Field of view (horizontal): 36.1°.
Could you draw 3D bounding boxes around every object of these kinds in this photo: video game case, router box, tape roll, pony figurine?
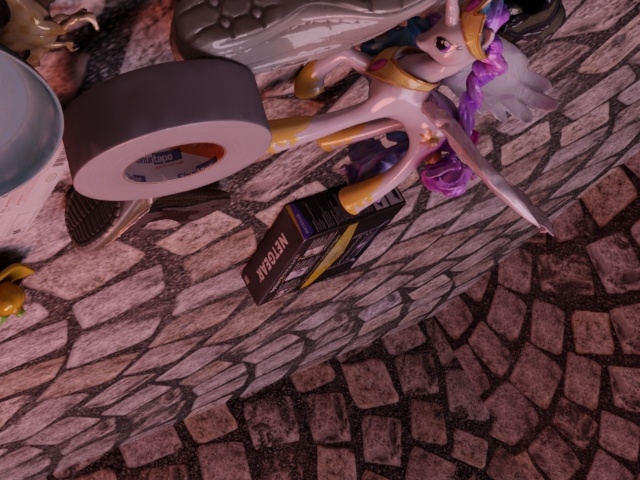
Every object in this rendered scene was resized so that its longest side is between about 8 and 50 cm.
[{"bbox_3d":[-0.398,-0.061,1.113,0.210,0.042,0.232,-15,159,-43],"label":"video game case"},{"bbox_3d":[0.000,0.000,1.951,0.243,0.081,0.309,-21,162,-30],"label":"router box"},{"bbox_3d":[-0.166,-0.115,1.062,0.219,0.072,0.219,-16,169,-3],"label":"tape roll"},{"bbox_3d":[0.149,-0.166,1.317,0.363,0.303,0.351,-24,137,32],"label":"pony figurine"}]

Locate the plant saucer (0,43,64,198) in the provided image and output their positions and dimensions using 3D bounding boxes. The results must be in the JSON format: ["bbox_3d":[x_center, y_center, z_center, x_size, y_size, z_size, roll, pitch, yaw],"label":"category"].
[{"bbox_3d":[-0.391,-0.104,0.868,0.318,0.043,0.317,-13,156,-6],"label":"plant saucer"}]

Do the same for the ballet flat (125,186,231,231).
[{"bbox_3d":[-0.219,-0.058,1.442,0.084,0.058,0.250,-34,169,30],"label":"ballet flat"}]

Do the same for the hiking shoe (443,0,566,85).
[{"bbox_3d":[0.249,-0.315,1.431,0.227,0.086,0.114,-33,149,-1],"label":"hiking shoe"}]

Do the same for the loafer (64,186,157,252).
[{"bbox_3d":[-0.240,-0.068,1.276,0.251,0.094,0.087,-39,158,30],"label":"loafer"}]

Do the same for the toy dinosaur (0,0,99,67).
[{"bbox_3d":[-0.256,-0.202,0.898,0.093,0.053,0.183,-25,164,-11],"label":"toy dinosaur"}]

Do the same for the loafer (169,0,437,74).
[{"bbox_3d":[-0.014,-0.253,1.086,0.319,0.112,0.111,-16,166,-18],"label":"loafer"}]

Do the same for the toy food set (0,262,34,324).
[{"bbox_3d":[-0.477,0.116,1.409,0.218,0.071,0.128,-39,-174,32],"label":"toy food set"}]
